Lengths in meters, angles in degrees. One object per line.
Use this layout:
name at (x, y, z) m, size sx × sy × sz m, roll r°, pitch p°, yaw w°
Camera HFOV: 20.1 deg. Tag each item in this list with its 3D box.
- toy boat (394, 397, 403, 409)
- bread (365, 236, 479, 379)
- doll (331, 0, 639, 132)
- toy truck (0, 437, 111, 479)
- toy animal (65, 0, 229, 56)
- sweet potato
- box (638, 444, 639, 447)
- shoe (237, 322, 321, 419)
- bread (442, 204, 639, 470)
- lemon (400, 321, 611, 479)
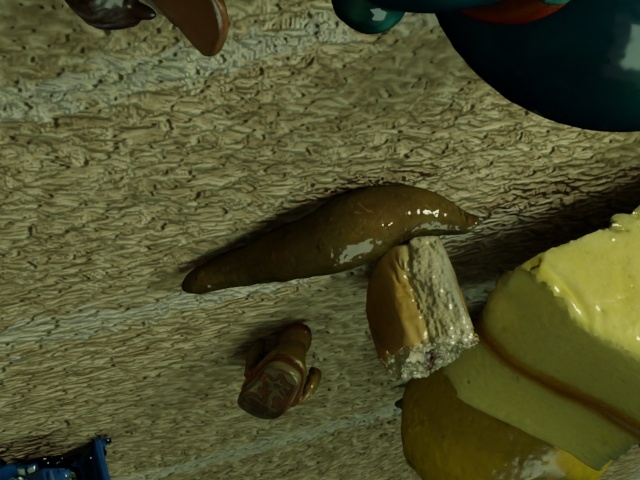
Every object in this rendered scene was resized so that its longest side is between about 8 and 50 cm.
toy boat at (0.127, 0.215, 2.063) m, size 0.077 × 0.075 × 0.185 m, roll -24°, pitch 163°, yaw 11°
bread at (0.083, 0.062, 1.577) m, size 0.082 × 0.106 × 0.125 m, roll -21°, pitch 165°, yaw -9°
doll at (0.117, -0.157, 0.886) m, size 0.322 × 0.198 × 0.186 m, roll 10°, pitch 118°, yaw -38°
toy truck at (-0.271, 0.267, 1.819) m, size 0.126 × 0.113 × 0.208 m, roll -33°, pitch 156°, yaw 34°
toy animal at (-0.071, -0.140, 0.841) m, size 0.089 × 0.188 × 0.179 m, roll -55°, pitch 161°, yaw -28°
sweet potato at (-0.002, 0.000, 1.415) m, size 0.249 × 0.059 × 0.069 m, roll -17°, pitch 173°, yaw 13°
box at (0.564, 0.126, 2.031) m, size 0.396 × 0.111 × 0.396 m, roll -42°, pitch 153°, yaw 20°
shoe at (-0.036, 0.124, 1.696) m, size 0.072 × 0.069 × 0.109 m, roll 18°, pitch 148°, yaw 9°
bread at (0.251, 0.038, 1.627) m, size 0.198 × 0.236 × 0.263 m, roll 30°, pitch 151°, yaw -1°
lemon at (0.196, 0.176, 1.831) m, size 0.260 × 0.204 × 0.204 m, roll -24°, pitch 159°, yaw 20°
